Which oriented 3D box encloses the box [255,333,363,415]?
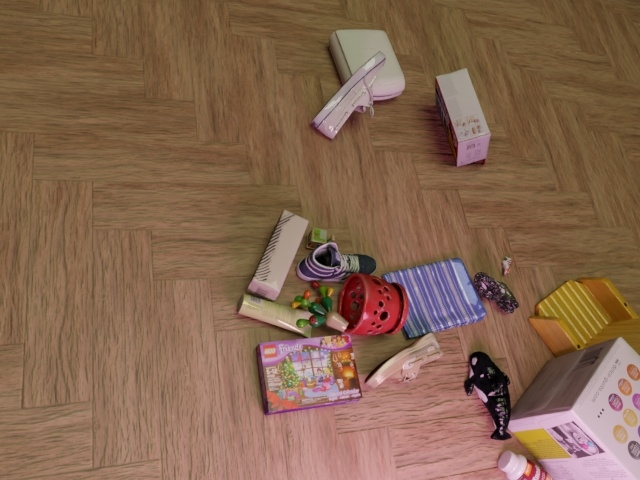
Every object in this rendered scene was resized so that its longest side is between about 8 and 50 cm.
[{"bbox_3d":[-0.034,0.394,1.662,0.293,0.057,0.201,-2,66,-21],"label":"box"}]

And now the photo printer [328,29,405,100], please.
[{"bbox_3d":[0.191,-0.701,2.248,0.256,0.107,0.307,-8,69,-23],"label":"photo printer"}]

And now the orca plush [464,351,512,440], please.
[{"bbox_3d":[0.546,0.484,1.788,0.151,0.102,0.287,5,60,3],"label":"orca plush"}]

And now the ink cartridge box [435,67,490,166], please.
[{"bbox_3d":[0.563,-0.470,2.236,0.130,0.272,0.309,-15,68,7],"label":"ink cartridge box"}]

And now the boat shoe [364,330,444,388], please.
[{"bbox_3d":[0.269,0.392,1.751,0.302,0.109,0.098,-24,74,-34],"label":"boat shoe"}]

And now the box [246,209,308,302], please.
[{"bbox_3d":[-0.134,0.049,1.763,0.094,0.113,0.275,25,58,-6],"label":"box"}]

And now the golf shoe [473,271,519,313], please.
[{"bbox_3d":[0.624,0.177,2.007,0.198,0.077,0.094,43,27,-10],"label":"golf shoe"}]

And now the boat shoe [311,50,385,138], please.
[{"bbox_3d":[0.141,-0.522,2.074,0.156,0.136,0.367,42,88,-10],"label":"boat shoe"}]

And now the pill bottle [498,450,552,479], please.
[{"bbox_3d":[0.633,0.723,1.734,0.152,0.086,0.086,35,59,-2],"label":"pill bottle"}]

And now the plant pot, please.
[{"bbox_3d":[0.170,0.208,1.754,0.174,0.191,0.191,12,62,-20],"label":"plant pot"}]

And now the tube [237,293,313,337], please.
[{"bbox_3d":[-0.134,0.228,1.709,0.240,0.062,0.070,19,93,-18],"label":"tube"}]

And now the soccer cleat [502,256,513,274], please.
[{"bbox_3d":[0.696,0.095,2.099,0.035,0.029,0.083,31,55,6],"label":"soccer cleat"}]

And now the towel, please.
[{"bbox_3d":[0.399,0.192,1.933,0.336,0.040,0.243,-10,69,-24],"label":"towel"}]

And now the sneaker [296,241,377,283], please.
[{"bbox_3d":[0.076,0.071,1.803,0.282,0.153,0.099,-2,67,-21],"label":"sneaker"}]

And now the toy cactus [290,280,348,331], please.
[{"bbox_3d":[0.007,0.209,1.707,0.180,0.112,0.219,31,23,3],"label":"toy cactus"}]

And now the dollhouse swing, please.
[{"bbox_3d":[1.009,0.268,1.971,0.347,0.305,0.315,-27,77,-28],"label":"dollhouse swing"}]

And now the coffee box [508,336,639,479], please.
[{"bbox_3d":[0.864,0.565,1.750,0.337,0.338,0.334,-38,83,-29],"label":"coffee box"}]

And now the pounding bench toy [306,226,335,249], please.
[{"bbox_3d":[0.000,0.000,1.861,0.083,0.065,0.052,12,61,-15],"label":"pounding bench toy"}]
